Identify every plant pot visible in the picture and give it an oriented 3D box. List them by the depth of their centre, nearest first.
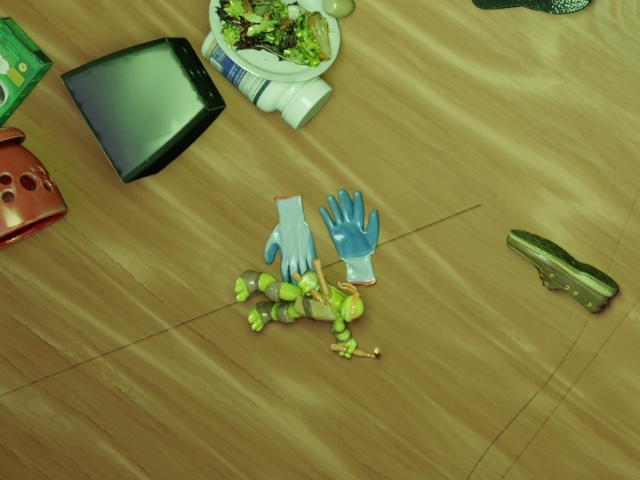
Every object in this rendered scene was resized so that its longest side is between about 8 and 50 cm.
[{"bbox_3d":[-0.256,-0.216,1.973,0.167,0.188,0.187,-30,93,13],"label":"plant pot"},{"bbox_3d":[-0.533,-0.082,2.100,0.191,0.191,0.174,-24,92,24],"label":"plant pot"}]

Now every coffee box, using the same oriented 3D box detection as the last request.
[{"bbox_3d":[-0.538,-0.268,2.130,0.113,0.040,0.184,46,114,4],"label":"coffee box"}]

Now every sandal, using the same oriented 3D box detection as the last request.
[{"bbox_3d":[0.298,-0.353,1.808,0.179,0.040,0.067,8,102,33],"label":"sandal"}]

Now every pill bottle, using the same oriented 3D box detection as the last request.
[{"bbox_3d":[-0.077,-0.258,1.926,0.187,0.112,0.112,43,114,4],"label":"pill bottle"}]

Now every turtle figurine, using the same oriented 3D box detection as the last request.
[{"bbox_3d":[-0.020,0.089,1.989,0.217,0.087,0.269,5,149,29],"label":"turtle figurine"}]

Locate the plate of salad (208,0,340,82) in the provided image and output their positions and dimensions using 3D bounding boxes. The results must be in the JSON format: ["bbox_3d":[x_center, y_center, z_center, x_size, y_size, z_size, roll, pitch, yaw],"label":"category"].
[{"bbox_3d":[-0.063,-0.318,1.867,0.200,0.200,0.048,43,148,4],"label":"plate of salad"}]

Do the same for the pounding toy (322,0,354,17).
[{"bbox_3d":[-0.025,-0.443,1.833,0.155,0.154,0.269,-12,100,22],"label":"pounding toy"}]

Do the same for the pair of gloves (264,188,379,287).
[{"bbox_3d":[0.000,0.000,2.018,0.198,0.023,0.159,-4,103,20],"label":"pair of gloves"}]

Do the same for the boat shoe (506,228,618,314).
[{"bbox_3d":[0.345,0.046,1.882,0.178,0.064,0.060,32,111,7],"label":"boat shoe"}]
